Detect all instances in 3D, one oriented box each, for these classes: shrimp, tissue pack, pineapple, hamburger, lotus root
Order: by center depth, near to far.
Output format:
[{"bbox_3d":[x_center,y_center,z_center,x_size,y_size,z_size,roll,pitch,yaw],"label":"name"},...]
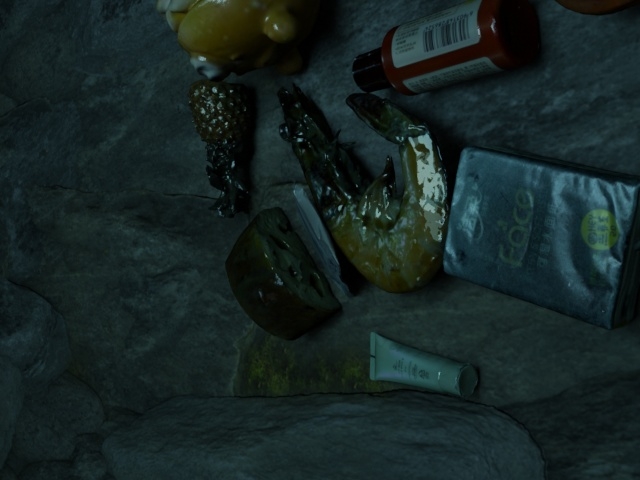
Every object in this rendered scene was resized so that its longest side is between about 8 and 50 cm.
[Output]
[{"bbox_3d":[0.290,-0.012,1.114,0.257,0.081,0.185,20,107,43],"label":"tissue pack"},{"bbox_3d":[0.056,-0.121,1.325,0.445,0.085,0.272,54,138,32],"label":"shrimp"},{"bbox_3d":[-0.123,-0.382,1.402,0.276,0.276,0.236,-30,82,43],"label":"hamburger"},{"bbox_3d":[0.000,0.000,1.407,0.193,0.026,0.122,61,173,26],"label":"tissue pack"},{"bbox_3d":[-0.078,0.057,1.477,0.119,0.138,0.234,-47,55,26],"label":"lotus root"},{"bbox_3d":[-0.177,-0.165,1.567,0.125,0.125,0.251,3,100,46],"label":"pineapple"}]

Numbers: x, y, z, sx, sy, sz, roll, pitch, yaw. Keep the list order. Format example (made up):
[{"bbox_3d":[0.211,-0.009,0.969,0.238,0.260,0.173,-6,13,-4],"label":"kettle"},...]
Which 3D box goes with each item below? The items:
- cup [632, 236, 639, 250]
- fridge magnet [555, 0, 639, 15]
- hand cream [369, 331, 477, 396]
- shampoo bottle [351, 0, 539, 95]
[{"bbox_3d":[0.450,-0.016,0.899,0.150,0.199,0.199,44,124,13],"label":"cup"},{"bbox_3d":[0.334,-0.429,0.938,0.364,0.155,0.363,-171,90,-69],"label":"fridge magnet"},{"bbox_3d":[0.144,0.192,1.306,0.205,0.050,0.078,7,100,50],"label":"hand cream"},{"bbox_3d":[0.160,-0.264,1.213,0.278,0.104,0.104,-7,88,46],"label":"shampoo bottle"}]
